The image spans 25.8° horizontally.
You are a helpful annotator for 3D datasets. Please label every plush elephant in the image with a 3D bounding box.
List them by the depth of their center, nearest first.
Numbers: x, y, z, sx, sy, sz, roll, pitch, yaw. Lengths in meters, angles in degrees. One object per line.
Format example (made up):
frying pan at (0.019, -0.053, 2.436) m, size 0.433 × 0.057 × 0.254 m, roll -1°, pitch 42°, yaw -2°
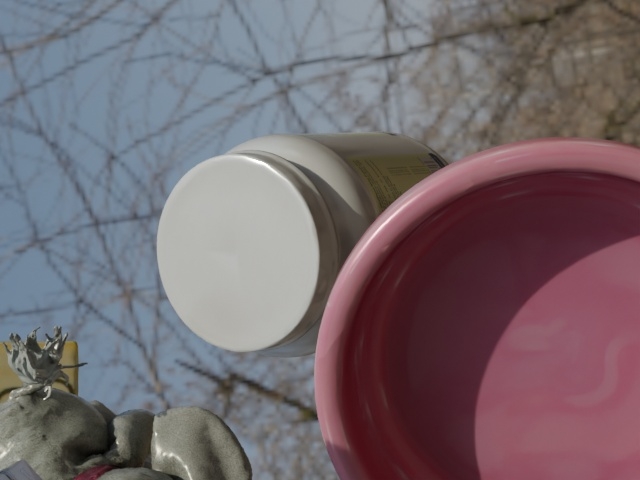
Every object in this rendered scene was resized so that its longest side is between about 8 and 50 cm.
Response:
plush elephant at (-0.219, 0.270, 1.373) m, size 0.272 × 0.255 × 0.330 m, roll -25°, pitch -38°, yaw -32°

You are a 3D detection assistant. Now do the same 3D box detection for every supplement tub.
supplement tub at (0.000, 0.000, 1.517) m, size 0.325 × 0.235 × 0.235 m, roll -8°, pitch -90°, yaw -58°

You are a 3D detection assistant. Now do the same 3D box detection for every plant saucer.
plant saucer at (0.163, 0.087, 0.967) m, size 0.084 × 0.332 × 0.332 m, roll -80°, pitch -22°, yaw -74°

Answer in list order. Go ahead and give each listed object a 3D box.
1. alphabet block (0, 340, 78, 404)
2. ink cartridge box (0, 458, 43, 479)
alphabet block at (-0.395, 0.213, 1.626) m, size 0.193 × 0.197 × 0.192 m, roll 167°, pitch 104°, yaw -68°
ink cartridge box at (-0.213, 0.218, 0.802) m, size 0.092 × 0.160 × 0.219 m, roll 47°, pitch 174°, yaw 0°
